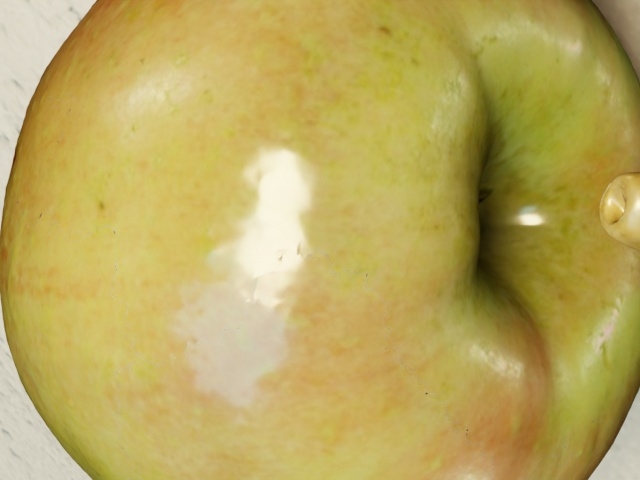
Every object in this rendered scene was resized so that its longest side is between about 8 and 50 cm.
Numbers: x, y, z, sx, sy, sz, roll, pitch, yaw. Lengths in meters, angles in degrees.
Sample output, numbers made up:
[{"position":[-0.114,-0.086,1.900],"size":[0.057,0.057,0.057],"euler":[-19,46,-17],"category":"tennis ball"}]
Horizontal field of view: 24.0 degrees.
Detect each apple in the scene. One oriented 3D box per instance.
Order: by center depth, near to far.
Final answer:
[{"position":[0.000,0.000,0.695],"size":[0.277,0.319,0.319],"euler":[2,121,44],"category":"apple"}]

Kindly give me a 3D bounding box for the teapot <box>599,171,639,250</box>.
[{"position":[0.259,0.032,0.608],"size":[0.311,0.167,0.203],"euler":[22,126,-1],"category":"teapot"}]
